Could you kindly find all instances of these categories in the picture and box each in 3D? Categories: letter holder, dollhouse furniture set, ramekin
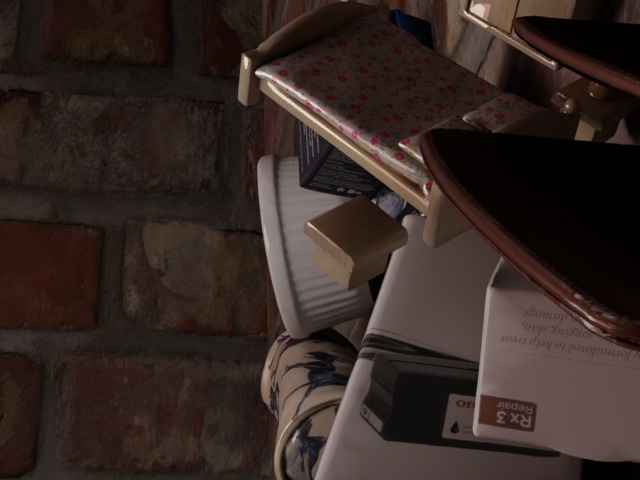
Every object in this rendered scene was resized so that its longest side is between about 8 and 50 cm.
[{"bbox_3d":[0.170,-0.072,0.509,0.302,0.214,0.152,-113,26,-71],"label":"letter holder"},{"bbox_3d":[0.052,-0.178,0.811,0.303,0.355,0.173,38,139,29],"label":"dollhouse furniture set"},{"bbox_3d":[0.000,0.000,1.678,0.273,0.127,0.272,-10,-90,-85],"label":"ramekin"}]

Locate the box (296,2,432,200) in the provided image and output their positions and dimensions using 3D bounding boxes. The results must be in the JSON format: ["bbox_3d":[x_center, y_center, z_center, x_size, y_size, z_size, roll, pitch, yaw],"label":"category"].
[{"bbox_3d":[0.055,-0.172,1.490,0.207,0.108,0.153,129,145,-52],"label":"box"}]

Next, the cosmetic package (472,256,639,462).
[{"bbox_3d":[0.157,0.038,0.645,0.231,0.117,0.085,-42,-43,-72],"label":"cosmetic package"}]

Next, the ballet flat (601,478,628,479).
[{"bbox_3d":[0.186,0.265,0.801,0.073,0.080,0.232,41,139,39],"label":"ballet flat"}]

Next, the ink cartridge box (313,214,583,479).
[{"bbox_3d":[0.074,0.213,0.830,0.395,0.166,0.285,-66,-10,-51],"label":"ink cartridge box"}]

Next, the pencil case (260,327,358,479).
[{"bbox_3d":[0.005,0.245,1.619,0.410,0.160,0.183,-122,31,-79],"label":"pencil case"}]

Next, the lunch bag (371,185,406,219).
[{"bbox_3d":[0.084,-0.042,1.589,0.071,0.053,0.083,-111,34,-64],"label":"lunch bag"}]

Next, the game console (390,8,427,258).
[{"bbox_3d":[0.092,-0.021,1.085,0.250,0.173,0.293,-55,26,32],"label":"game console"}]
